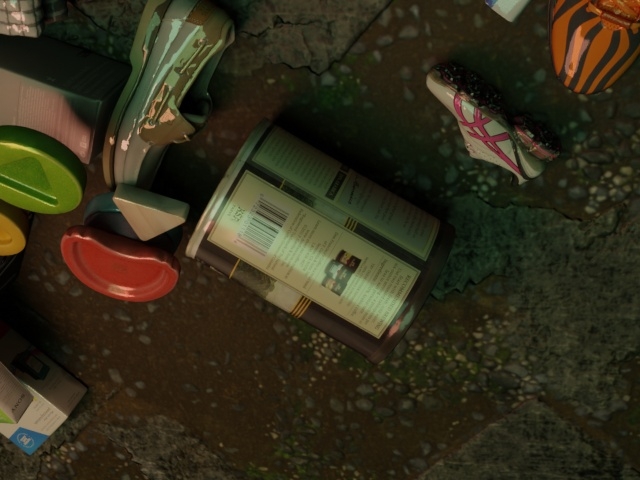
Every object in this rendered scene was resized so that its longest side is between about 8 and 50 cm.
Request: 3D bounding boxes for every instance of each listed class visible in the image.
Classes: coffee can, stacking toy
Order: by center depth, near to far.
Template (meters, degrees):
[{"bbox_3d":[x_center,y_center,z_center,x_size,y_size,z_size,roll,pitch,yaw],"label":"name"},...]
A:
[{"bbox_3d":[-0.296,-0.064,1.187,0.309,0.130,0.279,23,146,-15],"label":"stacking toy"},{"bbox_3d":[0.000,0.000,1.205,0.275,0.201,0.201,30,123,-2],"label":"coffee can"}]

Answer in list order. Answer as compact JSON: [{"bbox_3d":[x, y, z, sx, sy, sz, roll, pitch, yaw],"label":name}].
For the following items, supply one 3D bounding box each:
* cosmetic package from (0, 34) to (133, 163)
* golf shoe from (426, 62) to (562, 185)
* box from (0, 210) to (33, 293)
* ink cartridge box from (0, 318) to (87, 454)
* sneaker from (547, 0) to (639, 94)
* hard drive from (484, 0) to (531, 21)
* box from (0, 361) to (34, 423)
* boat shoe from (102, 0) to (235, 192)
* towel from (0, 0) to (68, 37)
[{"bbox_3d":[-0.374,-0.199,1.241,0.238,0.127,0.107,21,124,1],"label":"cosmetic package"},{"bbox_3d":[0.193,-0.134,1.150,0.186,0.067,0.086,37,124,-7],"label":"golf shoe"},{"bbox_3d":[-0.498,-0.003,1.375,0.108,0.153,0.207,27,123,0],"label":"box"},{"bbox_3d":[-0.511,0.223,1.557,0.231,0.078,0.134,40,122,-9],"label":"ink cartridge box"},{"bbox_3d":[0.309,-0.275,0.966,0.125,0.180,0.321,18,123,6],"label":"sneaker"},{"bbox_3d":[0.272,-0.370,0.902,0.040,0.210,0.318,34,123,-6],"label":"hard drive"},{"bbox_3d":[-0.592,0.143,1.389,0.232,0.058,0.322,-4,131,35],"label":"box"},{"bbox_3d":[-0.193,-0.167,1.215,0.103,0.113,0.302,24,125,3],"label":"boat shoe"},{"bbox_3d":[-0.456,-0.380,1.162,0.284,0.121,0.235,11,130,15],"label":"towel"}]
